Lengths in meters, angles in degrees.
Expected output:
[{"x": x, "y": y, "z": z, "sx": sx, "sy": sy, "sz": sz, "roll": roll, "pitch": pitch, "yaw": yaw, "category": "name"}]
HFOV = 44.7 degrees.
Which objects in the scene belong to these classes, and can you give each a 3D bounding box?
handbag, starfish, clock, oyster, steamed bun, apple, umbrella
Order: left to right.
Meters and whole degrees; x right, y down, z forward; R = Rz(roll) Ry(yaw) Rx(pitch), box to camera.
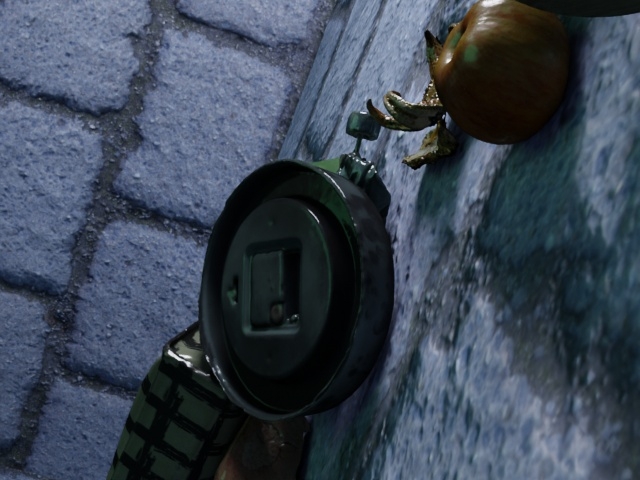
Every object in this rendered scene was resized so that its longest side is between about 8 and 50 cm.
[{"x": -0.169, "y": 0.251, "z": 1.246, "sx": 0.325, "sy": 0.163, "sz": 0.327, "roll": -63, "pitch": -10, "yaw": 28, "category": "handbag"}, {"x": -0.082, "y": 0.315, "z": 1.075, "sx": 0.175, "sy": 0.106, "sz": 0.144, "roll": -62, "pitch": -3, "yaw": -38, "category": "steamed bun"}, {"x": -0.041, "y": 0.061, "z": 0.979, "sx": 0.325, "sy": 0.067, "sz": 0.324, "roll": -11, "pitch": 75, "yaw": 47, "category": "clock"}, {"x": 0.033, "y": 0.001, "z": 1.041, "sx": 0.143, "sy": 0.094, "sz": 0.348, "roll": 8, "pitch": 85, "yaw": 59, "category": "umbrella"}, {"x": 0.129, "y": -0.105, "z": 0.908, "sx": 0.086, "sy": 0.029, "sz": 0.132, "roll": -51, "pitch": 10, "yaw": 28, "category": "oyster"}, {"x": 0.139, "y": -0.199, "z": 0.886, "sx": 0.190, "sy": 0.074, "sz": 0.146, "roll": -49, "pitch": 9, "yaw": 7, "category": "starfish"}, {"x": 0.153, "y": -0.144, "z": 0.669, "sx": 0.126, "sy": 0.102, "sz": 0.126, "roll": -161, "pitch": 90, "yaw": -80, "category": "apple"}]

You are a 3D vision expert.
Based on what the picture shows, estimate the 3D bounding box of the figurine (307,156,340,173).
[{"x": 0.001, "y": -0.009, "z": 1.198, "sx": 0.127, "sy": 0.185, "sz": 0.234, "roll": -115, "pitch": 5, "yaw": -57, "category": "figurine"}]

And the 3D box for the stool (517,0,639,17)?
[{"x": 0.200, "y": -0.309, "z": 0.519, "sx": 0.179, "sy": 0.179, "sz": 0.264, "roll": 138, "pitch": 150, "yaw": -69, "category": "stool"}]
